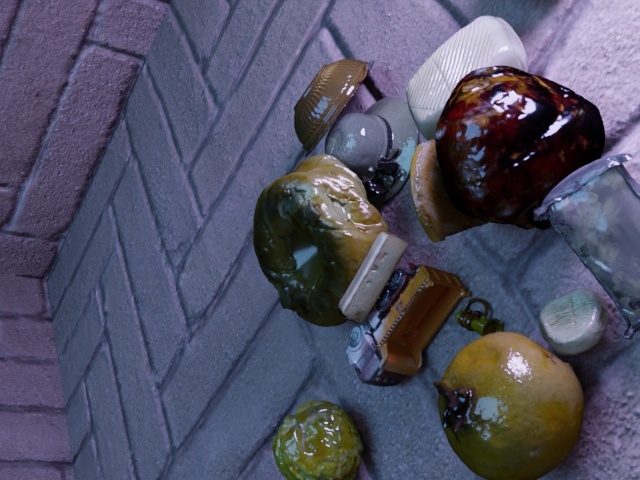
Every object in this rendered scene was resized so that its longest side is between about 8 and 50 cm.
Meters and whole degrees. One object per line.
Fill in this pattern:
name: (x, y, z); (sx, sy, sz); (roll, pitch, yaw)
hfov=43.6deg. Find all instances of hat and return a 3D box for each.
hat: (0.083, -0.204, 1.751); (0.257, 0.130, 0.257); (-20, 65, 52)

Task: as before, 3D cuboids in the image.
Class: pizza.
pizza: (0.230, -0.088, 1.398); (0.034, 0.262, 0.181); (-21, 80, 39)

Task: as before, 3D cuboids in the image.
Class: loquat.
loquat: (0.285, 0.256, 1.230); (0.244, 0.244, 0.243); (-21, 63, 51)

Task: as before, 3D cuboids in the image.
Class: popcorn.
popcorn: (-0.002, 0.429, 1.674); (0.212, 0.198, 0.197); (-149, 71, -82)

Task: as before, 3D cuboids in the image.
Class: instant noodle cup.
instant noodle cup: (0.009, -0.320, 1.807); (0.274, 0.091, 0.274); (-54, 8, 11)

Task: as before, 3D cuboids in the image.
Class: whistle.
whistle: (0.280, 0.139, 1.444); (0.109, 0.046, 0.057); (-147, 58, -60)

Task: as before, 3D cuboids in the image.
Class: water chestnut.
water chestnut: (0.311, -0.145, 1.299); (0.289, 0.289, 0.244); (55, 135, 47)

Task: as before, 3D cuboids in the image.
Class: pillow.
pillow: (0.440, 0.006, 1.158); (0.169, 0.059, 0.255); (-38, 79, 26)

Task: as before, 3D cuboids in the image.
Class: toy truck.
toy truck: (0.162, 0.163, 1.550); (0.270, 0.114, 0.135); (-58, 34, 24)

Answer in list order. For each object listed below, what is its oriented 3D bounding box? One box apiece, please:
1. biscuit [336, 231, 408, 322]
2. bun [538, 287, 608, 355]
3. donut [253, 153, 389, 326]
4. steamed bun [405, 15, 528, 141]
biscuit: (0.098, 0.070, 1.545); (0.187, 0.056, 0.052); (-60, 15, 8)
bun: (0.397, 0.132, 1.241); (0.115, 0.069, 0.115); (-34, 32, 24)
donut: (0.000, 0.000, 1.705); (0.360, 0.170, 0.360); (26, 126, 41)
steamed bun: (0.282, -0.285, 1.479); (0.239, 0.153, 0.169); (-39, 42, 24)
